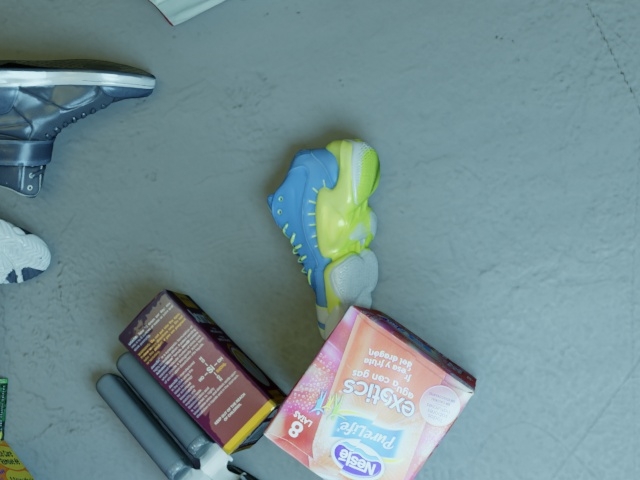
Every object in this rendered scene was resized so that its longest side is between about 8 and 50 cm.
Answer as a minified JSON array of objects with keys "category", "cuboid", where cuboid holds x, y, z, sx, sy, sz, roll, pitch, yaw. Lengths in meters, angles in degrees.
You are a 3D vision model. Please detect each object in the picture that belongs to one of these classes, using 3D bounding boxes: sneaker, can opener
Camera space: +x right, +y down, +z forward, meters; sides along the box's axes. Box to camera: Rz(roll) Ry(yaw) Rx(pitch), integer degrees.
[{"category":"sneaker","cuboid":[-0.315,-0.138,1.371,0.226,0.086,0.164,-3,107,-14]},{"category":"sneaker","cuboid":[0.000,0.000,1.310,0.126,0.091,0.240,5,85,29]},{"category":"can opener","cuboid":[-0.154,0.247,1.305,0.074,0.093,0.280,-47,70,0]},{"category":"sneaker","cuboid":[-0.444,-0.042,1.376,0.234,0.094,0.153,12,42,-17]}]

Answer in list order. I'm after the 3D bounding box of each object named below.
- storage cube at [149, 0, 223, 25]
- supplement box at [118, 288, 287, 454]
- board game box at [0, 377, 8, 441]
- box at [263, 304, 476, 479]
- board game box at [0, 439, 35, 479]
[{"category":"storage cube","cuboid":[-0.159,-0.396,1.318,0.215,0.183,0.193,-27,82,5]},{"category":"supplement box","cuboid":[-0.131,0.151,1.294,0.188,0.104,0.081,44,92,11]},{"category":"board game box","cuboid":[-0.519,0.233,1.391,0.259,0.030,0.136,1,86,10]},{"category":"box","cuboid":[0.062,0.169,1.159,0.142,0.300,0.154,35,92,10]},{"category":"board game box","cuboid":[-0.407,0.468,1.136,0.356,0.356,0.356,-37,88,-4]}]
